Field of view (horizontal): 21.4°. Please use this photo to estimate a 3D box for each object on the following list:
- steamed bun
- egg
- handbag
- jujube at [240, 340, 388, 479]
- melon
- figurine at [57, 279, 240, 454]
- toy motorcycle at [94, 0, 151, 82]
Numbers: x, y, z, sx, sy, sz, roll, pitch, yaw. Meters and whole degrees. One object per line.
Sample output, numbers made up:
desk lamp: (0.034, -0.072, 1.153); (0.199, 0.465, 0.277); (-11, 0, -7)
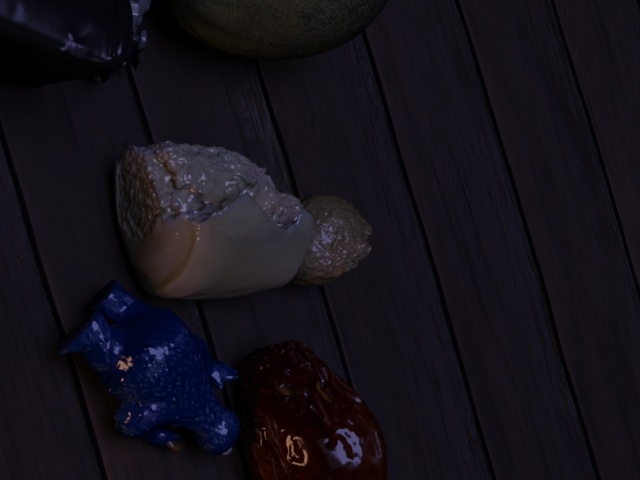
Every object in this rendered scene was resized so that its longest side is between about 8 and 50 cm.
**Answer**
steamed bun: (-0.117, -0.032, 2.064); (0.225, 0.170, 0.200); (-4, 76, -39)
egg: (0.000, 0.000, 2.182); (0.118, 0.116, 0.140); (41, 58, 5)
handbag: (-0.364, -0.295, 1.865); (0.302, 0.275, 0.178); (20, 78, -34)
jujube: (-0.014, 0.234, 2.089); (0.168, 0.168, 0.236); (-13, 70, -39)
melon: (-0.052, -0.351, 2.146); (0.329, 0.248, 0.248); (-17, 89, -34)
figurine: (-0.182, 0.161, 1.995); (0.262, 0.121, 0.164); (36, 56, -28)
toy motorcycle: (-0.237, -0.295, 2.017); (0.102, 0.221, 0.150); (9, 49, -16)
